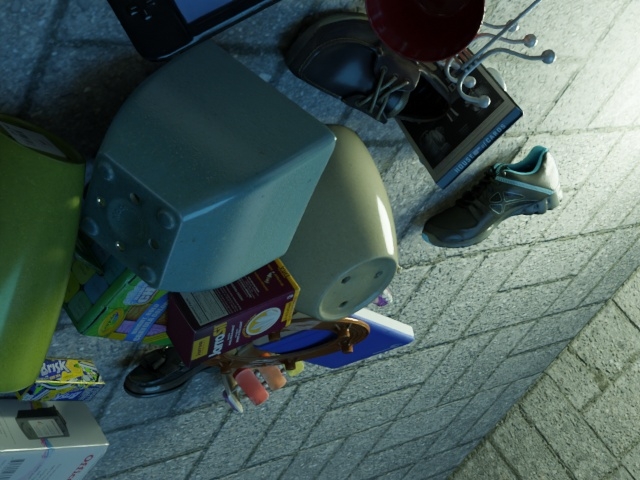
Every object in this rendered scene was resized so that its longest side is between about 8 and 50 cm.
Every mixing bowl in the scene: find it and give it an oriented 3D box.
[{"bbox_3d":[0.166,-0.365,1.519,0.181,0.181,0.098,-59,176,37],"label":"mixing bowl"}]

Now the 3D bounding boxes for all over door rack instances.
[{"bbox_3d":[0.310,-0.360,1.545,0.108,0.239,0.324,32,107,-17],"label":"over door rack"}]

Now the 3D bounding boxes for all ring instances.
[{"bbox_3d":[-0.071,0.204,1.939,0.337,0.032,0.336,-8,162,-2],"label":"ring"}]

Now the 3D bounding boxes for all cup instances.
[{"bbox_3d":[0.000,0.000,1.792,0.331,0.237,0.331,-27,151,-16],"label":"cup"}]

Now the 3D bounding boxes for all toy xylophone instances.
[{"bbox_3d":[-0.090,0.238,2.226,0.323,0.081,0.236,-37,152,0],"label":"toy xylophone"}]

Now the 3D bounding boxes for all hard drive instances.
[{"bbox_3d":[0.032,0.197,2.096,0.210,0.040,0.319,-22,157,23],"label":"hard drive"}]

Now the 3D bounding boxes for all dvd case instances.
[{"bbox_3d":[0.224,-0.213,1.731,0.179,0.238,0.030,-45,126,16],"label":"dvd case"}]

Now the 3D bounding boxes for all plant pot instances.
[{"bbox_3d":[-0.424,-0.003,1.313,0.275,0.275,0.293,12,111,-55],"label":"plant pot"},{"bbox_3d":[-0.177,-0.077,1.380,0.252,0.247,0.247,-38,161,-46],"label":"plant pot"}]

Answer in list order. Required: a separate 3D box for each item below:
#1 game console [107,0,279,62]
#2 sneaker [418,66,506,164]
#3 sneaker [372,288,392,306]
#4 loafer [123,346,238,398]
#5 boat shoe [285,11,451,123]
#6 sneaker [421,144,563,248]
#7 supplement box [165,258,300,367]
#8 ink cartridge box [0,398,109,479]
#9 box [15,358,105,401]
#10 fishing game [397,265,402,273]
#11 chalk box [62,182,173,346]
[{"bbox_3d":[-0.126,-0.382,1.134,0.293,0.250,0.173,-31,179,-11],"label":"game console"},{"bbox_3d":[0.253,-0.214,1.905,0.126,0.091,0.240,-18,148,-30],"label":"sneaker"},{"bbox_3d":[0.070,0.092,2.182,0.104,0.095,0.236,-36,147,10],"label":"sneaker"},{"bbox_3d":[-0.271,0.226,2.015,0.268,0.096,0.084,-18,128,-44],"label":"loafer"},{"bbox_3d":[0.096,-0.260,1.610,0.355,0.130,0.132,-1,136,-48],"label":"boat shoe"},{"bbox_3d":[0.362,-0.096,2.226,0.341,0.125,0.139,-25,123,-15],"label":"sneaker"},{"bbox_3d":[-0.136,0.107,1.585,0.188,0.081,0.104,-21,149,-28],"label":"supplement box"},{"bbox_3d":[-0.578,0.401,1.867,0.226,0.131,0.306,-47,152,18],"label":"ink cartridge box"},{"bbox_3d":[-0.469,0.249,1.831,0.054,0.059,0.169,-47,151,17],"label":"box"},{"bbox_3d":[0.029,0.059,2.038,0.264,0.041,0.189,-26,106,-16],"label":"fishing game"},{"bbox_3d":[-0.299,0.031,1.561,0.179,0.180,0.289,-46,150,16],"label":"chalk box"}]
